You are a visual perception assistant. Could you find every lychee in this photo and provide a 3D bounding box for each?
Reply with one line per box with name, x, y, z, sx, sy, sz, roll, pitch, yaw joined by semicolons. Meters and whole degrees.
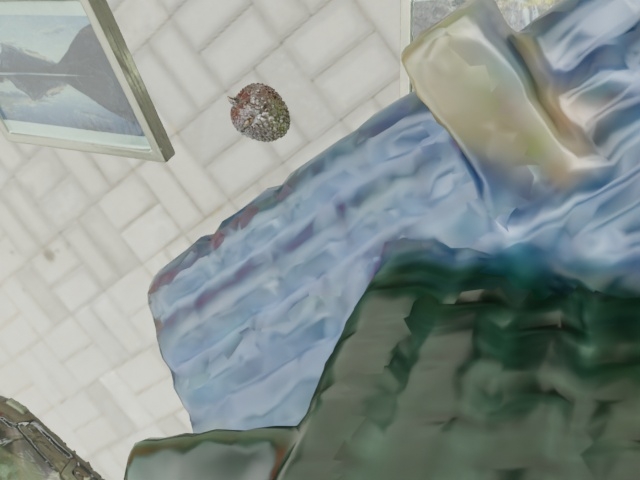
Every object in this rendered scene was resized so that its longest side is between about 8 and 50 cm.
lychee;-0.074;-0.153;1.156;0.083;0.068;0.067;35;95;-12

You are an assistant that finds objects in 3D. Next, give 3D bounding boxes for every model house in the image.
model house;0.075;0.128;0.471;0.395;0.445;0.400;-27;109;28

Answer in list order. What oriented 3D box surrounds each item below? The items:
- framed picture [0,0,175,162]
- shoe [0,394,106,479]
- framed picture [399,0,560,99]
framed picture;-0.215;-0.132;0.751;0.203;0.015;0.150;10;136;36
shoe;-0.348;0.284;1.071;0.293;0.149;0.109;24;136;31
framed picture;0.252;-0.221;1.235;0.324;0.020;0.240;3;93;27
